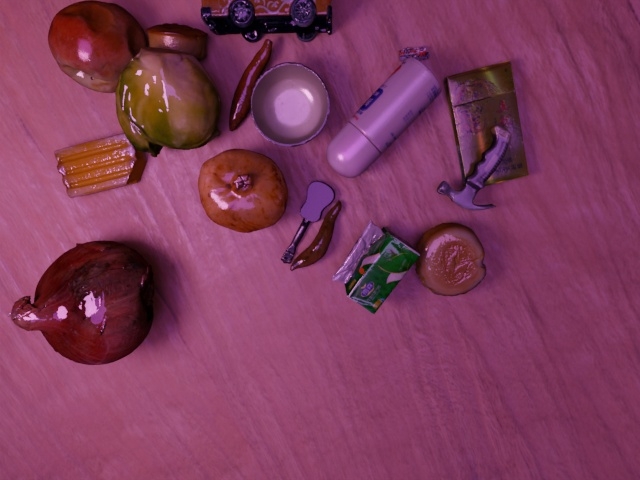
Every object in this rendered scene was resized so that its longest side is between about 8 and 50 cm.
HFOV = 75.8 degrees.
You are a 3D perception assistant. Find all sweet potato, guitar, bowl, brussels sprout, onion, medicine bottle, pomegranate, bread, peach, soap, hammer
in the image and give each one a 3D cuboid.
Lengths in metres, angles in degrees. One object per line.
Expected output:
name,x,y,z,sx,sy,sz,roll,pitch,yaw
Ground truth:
sweet potato,-0.200,-0.424,1.130,0.057,0.057,0.265,25,107,-2
guitar,-0.047,-0.046,1.205,0.083,0.038,0.271,28,100,-1
bowl,-0.076,-0.358,1.111,0.211,0.112,0.212,1,100,4
brussels sprout,-0.394,-0.354,1.077,0.259,0.227,0.295,8,130,-8
onion,-0.626,0.164,1.159,0.352,0.354,0.354,1,101,3
medicine bottle,0.155,-0.312,1.099,0.130,0.130,0.341,43,100,-5
pomegranate,-0.206,-0.133,1.100,0.247,0.248,0.249,1,101,3
bread,0.362,0.055,1.168,0.213,0.105,0.214,0,104,-1
peach,-0.566,-0.511,1.073,0.214,0.214,0.236,27,67,-2
bread,-0.383,-0.528,1.093,0.155,0.125,0.086,4,118,-2
soap,-0.625,-0.217,1.185,0.231,0.073,0.141,-13,101,5
sweet potato,0.002,-0.001,1.200,0.069,0.059,0.250,40,101,33
hammer,0.437,-0.191,1.108,0.158,0.041,0.227,28,102,-1

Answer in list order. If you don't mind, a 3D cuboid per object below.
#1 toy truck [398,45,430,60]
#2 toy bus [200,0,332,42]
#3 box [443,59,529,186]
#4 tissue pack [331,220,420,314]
toy truck,0.254,-0.505,1.111,0.083,0.024,0.032,-5,123,6
toy bus,-0.131,-0.625,1.042,0.322,0.162,0.195,0,100,1
box,0.454,-0.310,1.127,0.172,0.043,0.312,-13,99,6
tissue pack,0.145,0.065,1.159,0.156,0.148,0.209,35,101,-5
